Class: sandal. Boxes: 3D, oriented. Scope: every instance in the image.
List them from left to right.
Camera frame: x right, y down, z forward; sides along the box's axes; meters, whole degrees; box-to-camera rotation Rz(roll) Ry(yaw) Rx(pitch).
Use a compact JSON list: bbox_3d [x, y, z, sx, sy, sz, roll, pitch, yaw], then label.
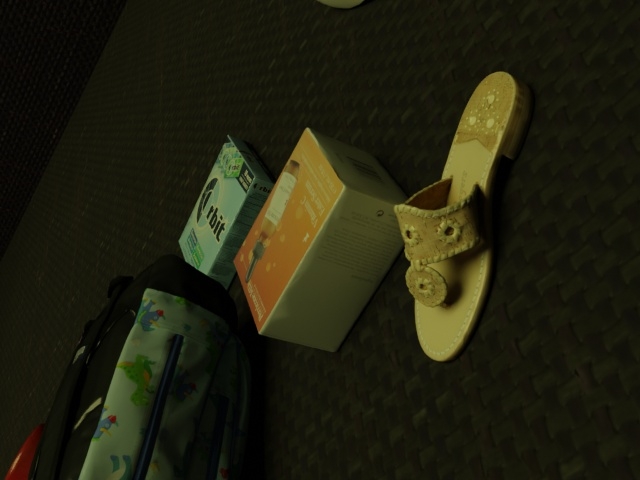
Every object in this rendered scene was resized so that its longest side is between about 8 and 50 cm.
[{"bbox_3d":[0.095,-0.028,0.582,0.088,0.079,0.240,14,87,61],"label":"sandal"}]

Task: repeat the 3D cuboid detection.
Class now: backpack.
[{"bbox_3d":[-0.205,0.247,0.797,0.290,0.273,0.356,-46,14,37],"label":"backpack"}]

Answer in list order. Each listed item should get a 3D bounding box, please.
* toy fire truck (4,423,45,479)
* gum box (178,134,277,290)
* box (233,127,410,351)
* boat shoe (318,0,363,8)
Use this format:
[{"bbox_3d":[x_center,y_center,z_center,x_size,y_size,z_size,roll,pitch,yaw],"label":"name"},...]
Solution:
[{"bbox_3d":[-0.343,0.346,1.070,0.302,0.169,0.254,-62,4,25],"label":"toy fire truck"},{"bbox_3d":[-0.134,-0.035,1.017,0.184,0.041,0.157,-61,31,17],"label":"gum box"},{"bbox_3d":[0.000,0.000,0.717,0.171,0.091,0.130,-60,31,20],"label":"box"},{"bbox_3d":[0.043,-0.328,0.861,0.184,0.066,0.063,5,64,63],"label":"boat shoe"}]
